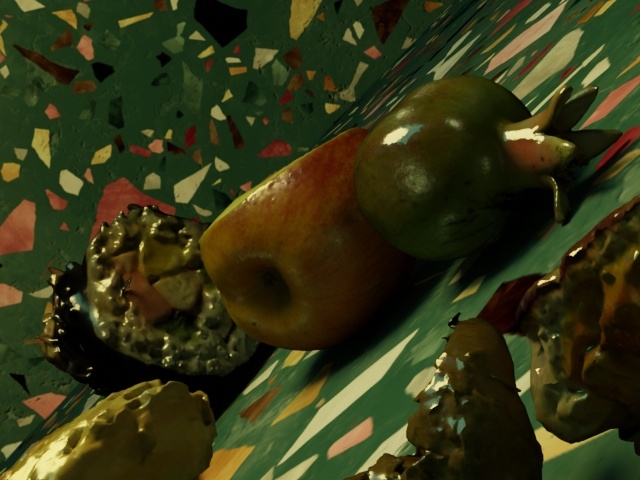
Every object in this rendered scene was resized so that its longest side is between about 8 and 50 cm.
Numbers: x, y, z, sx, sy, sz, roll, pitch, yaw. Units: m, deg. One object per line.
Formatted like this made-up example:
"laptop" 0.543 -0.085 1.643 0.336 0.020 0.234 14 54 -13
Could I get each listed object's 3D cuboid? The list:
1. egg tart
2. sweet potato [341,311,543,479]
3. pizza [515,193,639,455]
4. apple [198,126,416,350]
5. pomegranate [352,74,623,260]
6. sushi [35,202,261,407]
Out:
"egg tart" -0.209 0.250 0.826 0.339 0.153 0.351 -36 8 45
"sweet potato" -0.003 0.158 0.506 0.124 0.098 0.310 -22 26 53
"pizza" 0.197 -0.024 0.461 0.305 0.085 0.161 -40 -14 14
"apple" 0.000 0.000 1.080 0.195 0.160 0.173 -34 16 46
"pomegranate" 0.122 -0.056 0.940 0.191 0.131 0.152 -10 21 35
"sushi" -0.182 0.090 1.365 0.218 0.238 0.225 -26 30 50
